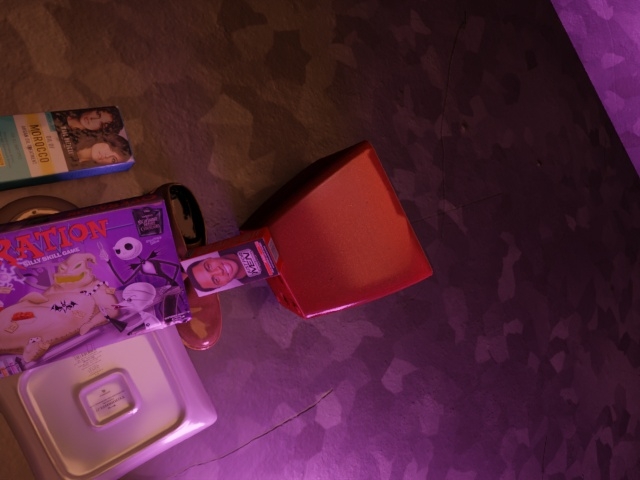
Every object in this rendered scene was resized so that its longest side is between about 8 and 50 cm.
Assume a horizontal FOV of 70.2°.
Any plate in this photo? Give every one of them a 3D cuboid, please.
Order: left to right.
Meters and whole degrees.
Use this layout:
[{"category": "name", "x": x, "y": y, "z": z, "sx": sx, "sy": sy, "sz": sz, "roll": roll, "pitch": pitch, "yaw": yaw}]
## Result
[{"category": "plate", "x": -0.338, "y": 0.247, "z": 0.724, "sx": 0.277, "sy": 0.045, "sz": 0.277, "roll": -25, "pitch": 98, "yaw": -23}]

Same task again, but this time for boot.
[{"category": "boot", "x": -0.232, "y": 0.049, "z": 0.789, "sx": 0.112, "sy": 0.115, "sz": 0.305, "roll": -16, "pitch": 95, "yaw": -34}]

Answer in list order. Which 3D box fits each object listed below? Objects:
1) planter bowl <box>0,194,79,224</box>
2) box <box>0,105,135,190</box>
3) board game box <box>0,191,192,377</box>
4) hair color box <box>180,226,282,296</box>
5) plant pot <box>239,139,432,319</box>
[{"category": "planter bowl", "x": -0.416, "y": 0.004, "z": 0.684, "sx": 0.162, "sy": 0.109, "sz": 0.161, "roll": 4, "pitch": 82, "yaw": -31}, {"category": "box", "x": -0.434, "y": -0.144, "z": 0.716, "sx": 0.244, "sy": 0.060, "sz": 0.100, "roll": -18, "pitch": 94, "yaw": -31}, {"category": "board game box", "x": -0.372, "y": 0.069, "z": 0.627, "sx": 0.347, "sy": 0.056, "sz": 0.208, "roll": -16, "pitch": 114, "yaw": -21}, {"category": "hair color box", "x": -0.139, "y": 0.035, "z": 0.723, "sx": 0.141, "sy": 0.043, "sz": 0.071, "roll": -17, "pitch": 114, "yaw": 12}, {"category": "plant pot", "x": 0.000, "y": 0.000, "z": 0.867, "sx": 0.236, "sy": 0.267, "sz": 0.267, "roll": -31, "pitch": 101, "yaw": -16}]
